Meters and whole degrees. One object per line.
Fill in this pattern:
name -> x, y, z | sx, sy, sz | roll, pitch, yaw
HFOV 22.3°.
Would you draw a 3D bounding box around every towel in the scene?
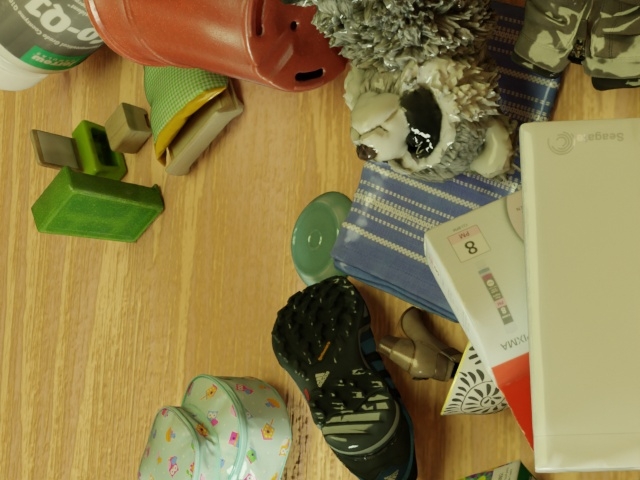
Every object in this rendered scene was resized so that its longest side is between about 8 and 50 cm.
towel -> 0.133, -0.096, 1.728 | 0.243, 0.040, 0.336 | 25, 101, 50

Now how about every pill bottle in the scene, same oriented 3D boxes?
pill bottle -> -0.361, -0.358, 2.271 | 0.361, 0.204, 0.204 | -29, 60, 45

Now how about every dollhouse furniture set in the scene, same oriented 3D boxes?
dollhouse furniture set -> -0.257, -0.165, 2.138 | 0.301, 0.151, 0.197 | -45, 50, 35

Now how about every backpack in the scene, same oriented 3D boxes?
backpack -> -0.119, 0.249, 1.887 | 0.166, 0.144, 0.188 | 37, 108, 54

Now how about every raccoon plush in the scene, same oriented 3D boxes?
raccoon plush -> 0.166, -0.261, 1.638 | 0.446, 0.299, 0.216 | -42, 26, -9

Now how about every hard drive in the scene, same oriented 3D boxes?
hard drive -> 0.282, 0.045, 1.416 | 0.203, 0.040, 0.307 | -2, 77, 6

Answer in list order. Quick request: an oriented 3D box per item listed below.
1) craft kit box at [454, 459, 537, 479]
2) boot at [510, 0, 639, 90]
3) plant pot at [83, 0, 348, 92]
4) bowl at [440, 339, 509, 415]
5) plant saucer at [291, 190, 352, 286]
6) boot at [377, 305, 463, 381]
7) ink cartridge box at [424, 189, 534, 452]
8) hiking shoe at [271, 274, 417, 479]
craft kit box -> 0.083, 0.343, 1.540 | 0.247, 0.061, 0.250 | -27, 26, 32
boot -> 0.331, -0.248, 1.475 | 0.338, 0.118, 0.222 | 8, 105, 41
plant pot -> -0.094, -0.303, 1.899 | 0.265, 0.272, 0.272 | 26, 102, 43
bowl -> 0.183, 0.103, 1.569 | 0.170, 0.080, 0.170 | 21, -90, -84
plant saucer -> 0.000, 0.000, 1.888 | 0.119, 0.021, 0.119 | -14, 71, 48
boot -> 0.114, 0.112, 1.693 | 0.087, 0.118, 0.042 | 22, 119, 16
ink cartridge box -> 0.225, 0.056, 1.458 | 0.066, 0.189, 0.232 | 78, 167, -57
hiking shoe -> 0.026, 0.159, 1.748 | 0.113, 0.132, 0.304 | -23, 34, 5
